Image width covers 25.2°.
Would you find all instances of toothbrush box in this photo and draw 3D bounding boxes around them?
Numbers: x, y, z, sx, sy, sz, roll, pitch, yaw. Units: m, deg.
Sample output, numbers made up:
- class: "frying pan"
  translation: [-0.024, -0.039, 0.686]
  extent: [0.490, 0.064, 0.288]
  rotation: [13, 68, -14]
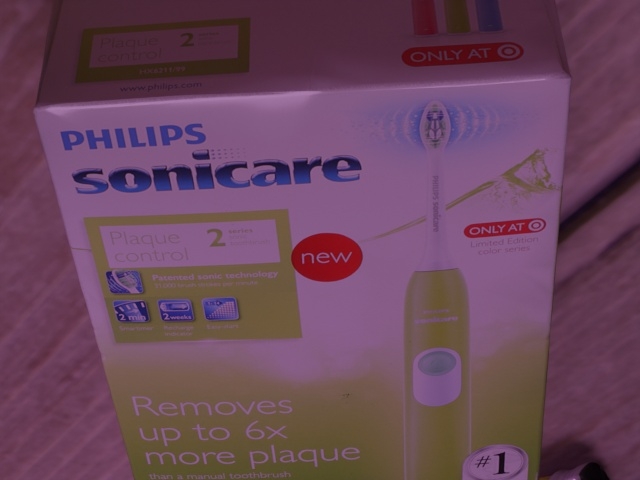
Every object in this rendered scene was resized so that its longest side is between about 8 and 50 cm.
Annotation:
- class: "toothbrush box"
  translation: [0.000, 0.000, 0.672]
  extent: [0.206, 0.122, 0.283]
  rotation: [-3, 135, 1]

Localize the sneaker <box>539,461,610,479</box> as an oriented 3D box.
- class: "sneaker"
  translation: [0.161, 0.219, 0.945]
  extent: [0.094, 0.081, 0.208]
  rotation: [-11, 129, 21]
